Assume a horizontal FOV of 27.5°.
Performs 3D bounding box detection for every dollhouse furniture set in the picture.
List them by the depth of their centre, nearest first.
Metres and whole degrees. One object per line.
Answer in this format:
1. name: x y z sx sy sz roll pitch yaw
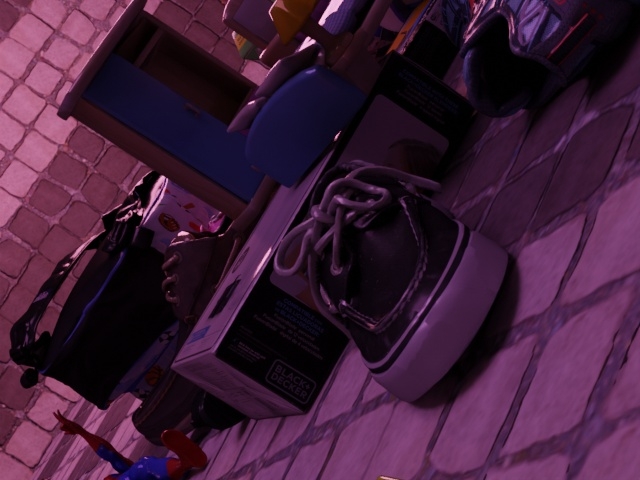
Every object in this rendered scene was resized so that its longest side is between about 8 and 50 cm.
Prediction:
1. dollhouse furniture set: -0.048 -0.203 1.119 0.303 0.198 0.286 -43 16 55

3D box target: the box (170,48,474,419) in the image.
1. box: 0.000 0.000 1.078 0.290 0.087 0.169 -59 10 -16

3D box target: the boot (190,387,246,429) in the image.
1. boot: -0.090 0.142 1.190 0.099 0.045 0.121 -44 8 45

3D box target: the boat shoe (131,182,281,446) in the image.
1. boat shoe: -0.099 0.036 1.324 0.355 0.130 0.132 -58 9 -9

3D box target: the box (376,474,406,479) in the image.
1. box: 0.039 0.152 0.511 0.109 0.042 0.178 -60 10 -13

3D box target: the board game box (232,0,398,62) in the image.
1. board game box: 0.058 -0.329 1.581 0.317 0.214 0.046 -48 54 42

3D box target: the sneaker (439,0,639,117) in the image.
1. sneaker: 0.124 -0.147 0.900 0.125 0.104 0.262 -60 9 -5

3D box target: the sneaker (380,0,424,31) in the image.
1. sneaker: 0.151 -0.324 1.374 0.323 0.236 0.130 32 -127 -64

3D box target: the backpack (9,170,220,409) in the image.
1. backpack: -0.203 0.051 1.573 0.276 0.213 0.263 -44 23 30

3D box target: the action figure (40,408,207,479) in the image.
1. action figure: -0.216 0.226 1.289 0.091 0.139 0.280 -60 8 -26

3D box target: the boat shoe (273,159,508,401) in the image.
1. boat shoe: 0.036 0.004 0.825 0.113 0.105 0.306 -54 10 14

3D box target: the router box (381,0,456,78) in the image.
1. router box: 0.087 -0.171 1.332 0.179 0.046 0.133 -59 9 -17

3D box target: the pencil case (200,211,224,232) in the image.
1. pencil case: -0.040 -0.064 1.464 0.209 0.098 0.095 -55 9 5
